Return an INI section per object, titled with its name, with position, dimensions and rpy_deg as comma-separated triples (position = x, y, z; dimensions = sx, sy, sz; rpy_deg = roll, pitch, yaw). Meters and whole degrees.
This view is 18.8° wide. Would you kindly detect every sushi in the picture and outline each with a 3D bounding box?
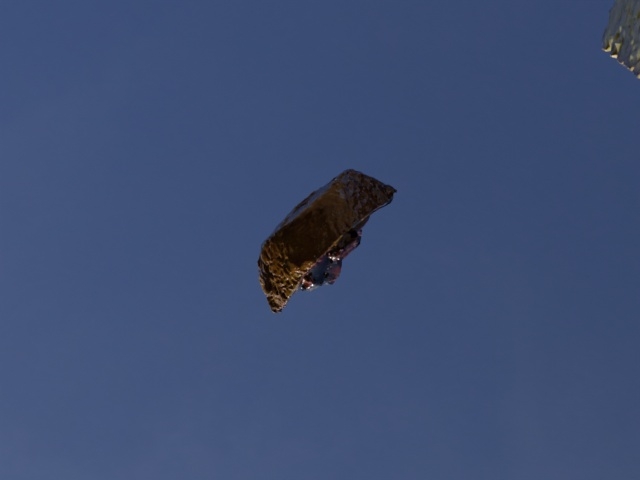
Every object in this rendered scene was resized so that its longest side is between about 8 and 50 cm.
[sushi]
position = 0.000, 0.000, 1.112
dimensions = 0.099, 0.050, 0.047
rpy_deg = -41, -84, 11

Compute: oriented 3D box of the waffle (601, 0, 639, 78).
[waffle]
position = 0.266, -0.117, 1.181
dimensions = 0.168, 0.274, 0.057
rpy_deg = 13, -81, 3
